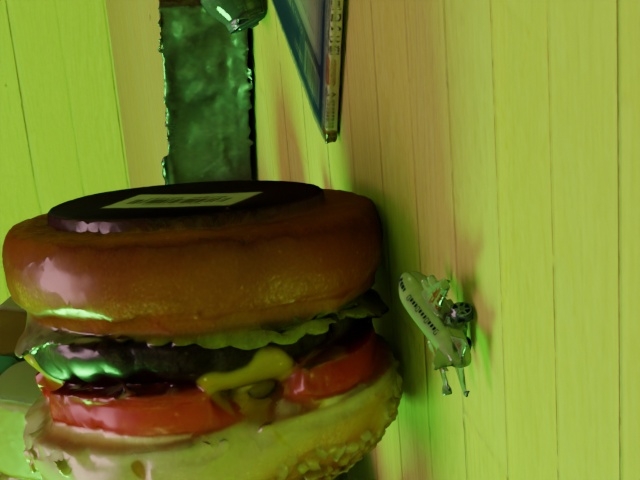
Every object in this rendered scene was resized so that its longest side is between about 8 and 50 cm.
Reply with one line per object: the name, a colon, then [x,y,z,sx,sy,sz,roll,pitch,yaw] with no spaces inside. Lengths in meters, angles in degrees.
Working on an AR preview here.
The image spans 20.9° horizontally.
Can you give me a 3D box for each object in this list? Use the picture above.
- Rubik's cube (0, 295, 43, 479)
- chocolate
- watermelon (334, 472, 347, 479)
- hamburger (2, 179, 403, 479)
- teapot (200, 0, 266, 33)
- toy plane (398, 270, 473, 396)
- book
Rubik's cube: [-0.301,0.281,2.319,0.346,0.344,0.347,-46,-41,-56]
chocolate: [-0.134,-0.172,2.006,0.112,0.112,0.321,-99,6,-47]
watermelon: [-0.042,0.275,1.742,0.224,0.180,0.305,-141,45,-58]
hamburger: [-0.095,0.086,1.443,0.330,0.330,0.250,-146,52,-76]
teapot: [-0.085,-0.248,1.809,0.057,0.066,0.088,63,-168,-2]
toy plane: [0.084,0.057,1.220,0.111,0.040,0.102,-111,17,-50]
book: [-0.013,-0.271,1.496,0.322,0.018,0.228,94,162,-51]
